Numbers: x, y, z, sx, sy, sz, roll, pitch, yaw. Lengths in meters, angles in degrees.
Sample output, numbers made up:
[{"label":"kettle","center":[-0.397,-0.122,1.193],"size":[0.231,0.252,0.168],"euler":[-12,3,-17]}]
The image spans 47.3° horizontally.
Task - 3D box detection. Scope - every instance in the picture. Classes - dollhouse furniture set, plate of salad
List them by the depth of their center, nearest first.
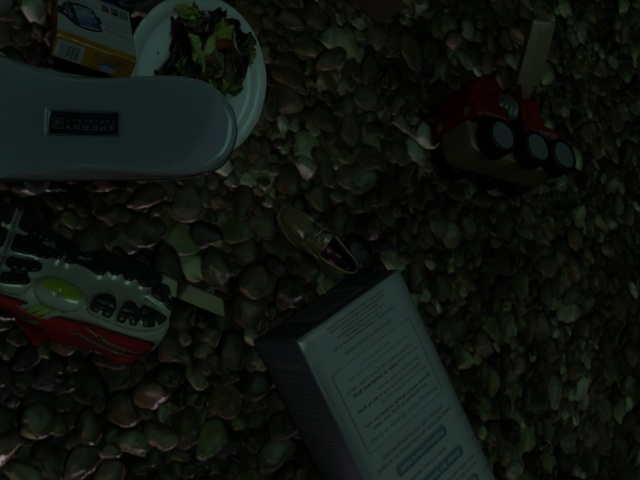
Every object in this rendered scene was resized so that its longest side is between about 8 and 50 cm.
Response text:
[{"label":"dollhouse furniture set","center":[-0.162,0.090,0.833],"size":[0.114,0.091,0.081],"euler":[27,84,-32]},{"label":"plate of salad","center":[-0.139,-0.192,0.876],"size":[0.200,0.048,0.199],"euler":[-11,107,-39]}]

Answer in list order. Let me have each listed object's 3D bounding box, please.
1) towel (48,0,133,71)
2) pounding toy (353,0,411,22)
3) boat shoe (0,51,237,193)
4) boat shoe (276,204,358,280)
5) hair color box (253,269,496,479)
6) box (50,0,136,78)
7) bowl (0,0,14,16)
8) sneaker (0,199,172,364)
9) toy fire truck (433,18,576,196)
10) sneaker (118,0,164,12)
[{"label":"towel","center":[-0.258,-0.259,0.840],"size":[0.067,0.029,0.119],"euler":[32,66,-26]},{"label":"pounding toy","center":[0.081,-0.407,1.054],"size":[0.141,0.100,0.130],"euler":[34,65,-26]},{"label":"boat shoe","center":[-0.269,-0.119,0.754],"size":[0.367,0.156,0.135],"euler":[1,86,-6]},{"label":"boat shoe","center":[0.000,0.000,0.971],"size":[0.135,0.045,0.050],"euler":[42,62,-23]},{"label":"hair color box","center":[0.086,0.246,0.954],"size":[0.185,0.114,0.374],"euler":[-31,100,-33]},{"label":"box","center":[-0.242,-0.225,0.775],"size":[0.081,0.028,0.136],"euler":[15,33,-29]},{"label":"bowl","center":[-0.387,-0.299,0.743],"size":[0.142,0.053,0.141],"euler":[-16,93,-37]},{"label":"sneaker","center":[-0.291,0.053,0.728],"size":[0.279,0.118,0.107],"euler":[26,39,-10]},{"label":"toy fire truck","center":[0.296,-0.221,1.160],"size":[0.217,0.158,0.246],"euler":[9,66,-33]},{"label":"sneaker","center":[-0.149,-0.398,0.885],"size":[0.315,0.127,0.182],"euler":[-34,98,-44]}]
